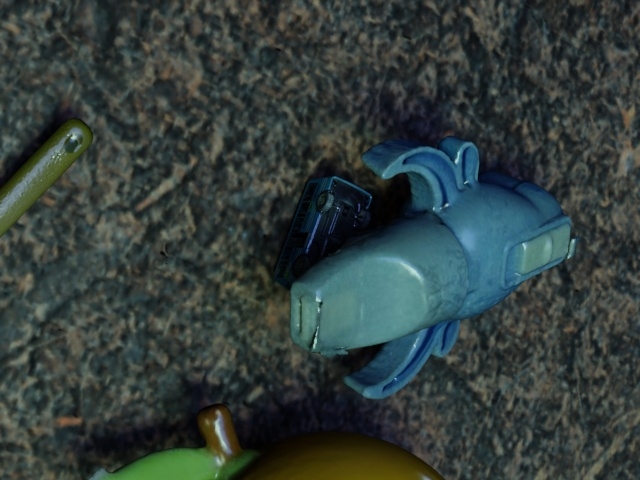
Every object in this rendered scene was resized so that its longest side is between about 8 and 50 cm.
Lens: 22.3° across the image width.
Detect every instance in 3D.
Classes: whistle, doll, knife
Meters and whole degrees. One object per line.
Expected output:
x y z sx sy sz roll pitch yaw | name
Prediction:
0.076 0.012 1.096 0.269 0.093 0.180 -18 123 -42 | whistle
-0.017 0.194 1.029 0.213 0.213 0.236 -37 98 -23 | doll
-0.235 0.014 0.976 0.256 0.022 0.046 -48 122 -13 | knife

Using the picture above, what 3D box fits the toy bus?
0.000 0.000 1.102 0.038 0.046 0.083 26 79 -31 | toy bus
